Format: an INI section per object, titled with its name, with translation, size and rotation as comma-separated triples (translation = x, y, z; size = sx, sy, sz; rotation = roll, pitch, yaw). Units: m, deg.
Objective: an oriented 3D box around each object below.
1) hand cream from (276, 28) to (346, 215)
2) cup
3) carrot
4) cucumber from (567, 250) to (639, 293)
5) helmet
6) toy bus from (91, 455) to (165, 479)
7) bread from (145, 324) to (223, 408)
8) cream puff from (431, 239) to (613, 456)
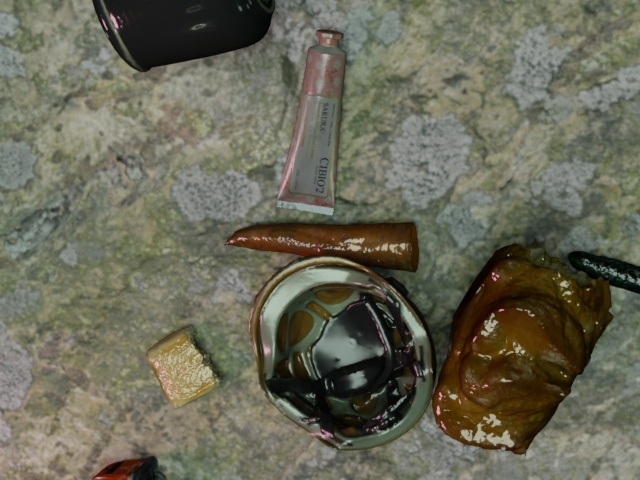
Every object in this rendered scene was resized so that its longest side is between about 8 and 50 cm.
[hand cream]
translation = -0.005, -0.132, 1.605
size = 0.067, 0.043, 0.210
rotation = 7, 106, 0
[cup]
translation = -0.155, -0.295, 1.543
size = 0.176, 0.169, 0.223
rotation = -20, 63, 16
[carrot]
translation = 0.000, 0.000, 1.626
size = 0.224, 0.057, 0.057
rotation = 4, 100, 9
[cucumber]
translation = 0.342, 0.039, 1.605
size = 0.133, 0.032, 0.032
rotation = 16, 101, 1
[helmet]
translation = 0.033, 0.123, 1.600
size = 0.198, 0.130, 0.224
rotation = -41, 80, 9
[toy bus]
translation = -0.225, 0.349, 1.692
size = 0.077, 0.079, 0.174
rotation = -3, 100, 14
[bread]
translation = -0.162, 0.150, 1.671
size = 0.070, 0.035, 0.083
rotation = -33, 89, 9
[cream puff]
translation = 0.212, 0.106, 1.524
size = 0.155, 0.269, 0.241
rotation = 32, 134, 10
